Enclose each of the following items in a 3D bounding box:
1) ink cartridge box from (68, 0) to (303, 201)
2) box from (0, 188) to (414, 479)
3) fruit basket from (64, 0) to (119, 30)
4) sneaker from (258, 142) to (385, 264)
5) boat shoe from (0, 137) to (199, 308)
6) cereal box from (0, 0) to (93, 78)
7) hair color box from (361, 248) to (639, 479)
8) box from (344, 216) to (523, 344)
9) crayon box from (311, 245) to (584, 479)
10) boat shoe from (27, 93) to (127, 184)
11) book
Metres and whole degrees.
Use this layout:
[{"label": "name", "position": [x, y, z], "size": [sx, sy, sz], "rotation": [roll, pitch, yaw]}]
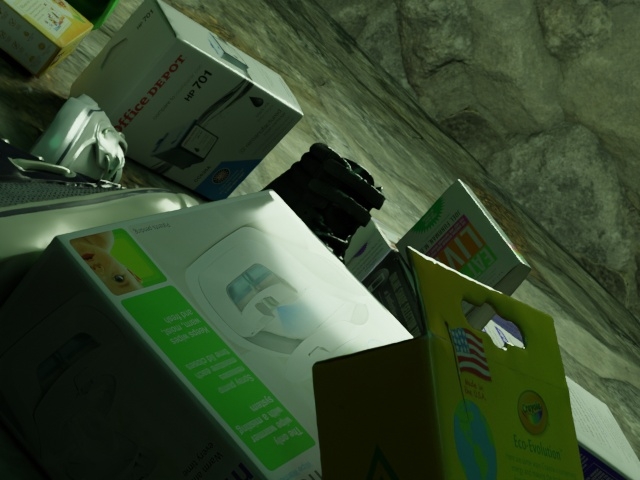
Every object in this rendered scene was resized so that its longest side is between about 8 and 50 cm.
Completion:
[{"label": "ink cartridge box", "position": [-0.135, -0.138, 1.347], "size": [0.191, 0.139, 0.082], "rotation": [26, 24, -46]}, {"label": "box", "position": [-0.054, 0.101, 0.861], "size": [0.231, 0.126, 0.262], "rotation": [47, 25, 15]}, {"label": "fruit basket", "position": [-0.334, -0.426, 1.434], "size": [0.392, 0.283, 0.392], "rotation": [23, 43, -23]}, {"label": "sneaker", "position": [0.000, 0.000, 1.301], "size": [0.105, 0.147, 0.295], "rotation": [37, 17, -28]}, {"label": "boat shoe", "position": [-0.201, -0.027, 0.890], "size": [0.158, 0.127, 0.340], "rotation": [47, 15, 13]}, {"label": "cereal box", "position": [-0.349, -0.270, 1.339], "size": [0.240, 0.047, 0.173], "rotation": [40, 14, -9]}, {"label": "hair color box", "position": [0.180, 0.171, 1.368], "size": [0.339, 0.110, 0.185], "rotation": [38, 16, -23]}, {"label": "box", "position": [0.149, 0.073, 1.529], "size": [0.324, 0.067, 0.063], "rotation": [29, 20, -40]}, {"label": "crayon box", "position": [0.089, 0.182, 0.757], "size": [0.202, 0.081, 0.318], "rotation": [26, 52, -53]}, {"label": "boat shoe", "position": [-0.199, -0.074, 1.115], "size": [0.076, 0.083, 0.226], "rotation": [39, 15, -10]}, {"label": "book", "position": [0.140, 0.017, 1.305], "size": [0.035, 0.096, 0.144], "rotation": [30, 18, -37]}]
